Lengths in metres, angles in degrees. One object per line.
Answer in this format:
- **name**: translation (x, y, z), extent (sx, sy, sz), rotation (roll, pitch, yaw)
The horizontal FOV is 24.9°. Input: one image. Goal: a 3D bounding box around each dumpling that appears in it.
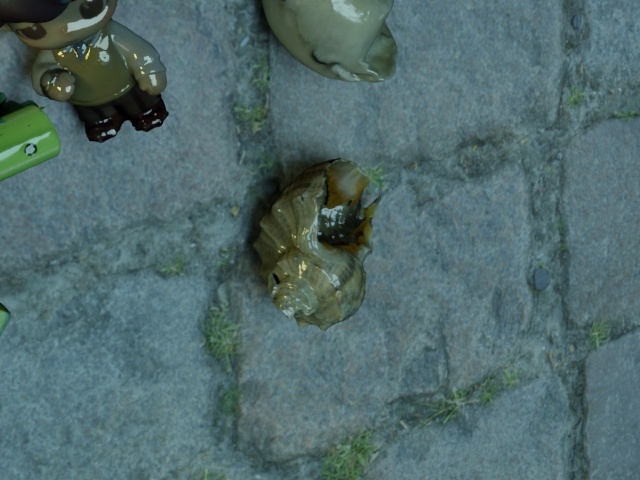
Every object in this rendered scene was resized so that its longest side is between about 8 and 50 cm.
- **dumpling**: translation (0.022, -0.354, 2.002), extent (0.227, 0.175, 0.243), rotation (-63, 151, -42)

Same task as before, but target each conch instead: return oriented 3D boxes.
- **conch**: translation (-0.015, 0.006, 2.086), extent (0.210, 0.159, 0.291), rotation (62, 28, -23)

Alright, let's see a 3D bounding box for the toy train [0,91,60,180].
- **toy train**: translation (-0.431, -0.096, 1.731), extent (0.253, 0.157, 0.105), rotation (-27, 117, -25)

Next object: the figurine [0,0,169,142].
- **figurine**: translation (-0.311, -0.263, 1.742), extent (0.206, 0.218, 0.365), rotation (-66, 145, -51)

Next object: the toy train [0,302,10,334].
- **toy train**: translation (-0.554, 0.176, 1.732), extent (0.253, 0.160, 0.397), rotation (27, 91, -48)
